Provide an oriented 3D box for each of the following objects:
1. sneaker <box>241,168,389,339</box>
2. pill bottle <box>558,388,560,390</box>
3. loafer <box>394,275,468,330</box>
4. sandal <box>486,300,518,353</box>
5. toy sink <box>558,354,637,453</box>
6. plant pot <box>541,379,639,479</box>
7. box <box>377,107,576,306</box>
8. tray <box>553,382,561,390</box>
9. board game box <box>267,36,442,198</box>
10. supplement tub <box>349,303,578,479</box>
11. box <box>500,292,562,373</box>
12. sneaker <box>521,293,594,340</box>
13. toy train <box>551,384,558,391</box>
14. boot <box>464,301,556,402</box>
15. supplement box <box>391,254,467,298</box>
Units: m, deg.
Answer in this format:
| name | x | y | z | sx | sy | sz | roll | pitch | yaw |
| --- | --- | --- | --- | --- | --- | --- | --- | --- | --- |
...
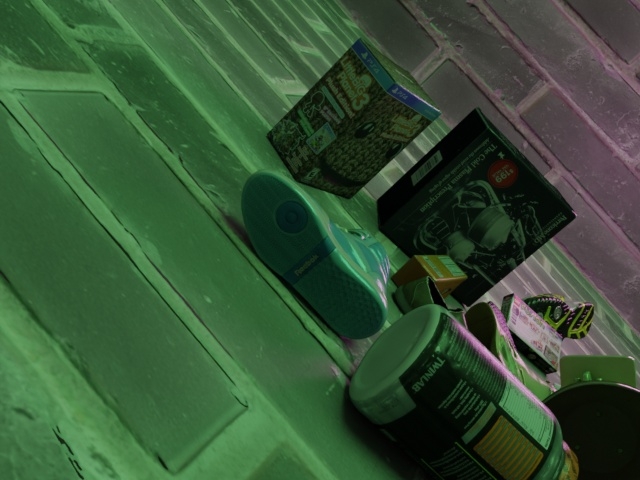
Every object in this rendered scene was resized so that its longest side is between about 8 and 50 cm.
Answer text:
| name | x | y | z | sx | sy | sz | roll | pitch | yaw |
| --- | --- | --- | --- | --- | --- | --- | --- | --- | --- |
| sneaker | 0.000 | 0.000 | 1.241 | 0.319 | 0.127 | 0.208 | 54 | 21 | -10 |
| pill bottle | 0.581 | 0.387 | 1.676 | 0.123 | 0.123 | 0.219 | 53 | 21 | 16 |
| loafer | 0.248 | 0.174 | 1.456 | 0.251 | 0.087 | 0.094 | 52 | 21 | 14 |
| sandal | 0.435 | 0.233 | 1.803 | 0.067 | 0.040 | 0.179 | 8 | 57 | -51 |
| toy sink | 0.557 | 0.356 | 1.491 | 0.131 | 0.152 | 0.234 | -1 | 88 | -64 |
| plant pot | 0.504 | 0.379 | 1.333 | 0.284 | 0.284 | 0.191 | 51 | 14 | 11 |
| box | 0.366 | -0.077 | 1.783 | 0.312 | 0.343 | 0.179 | 40 | 20 | -16 |
| tray | 0.675 | 0.473 | 1.839 | 0.145 | 0.030 | 0.270 | 35 | 24 | -28 |
| board game box | 0.076 | -0.253 | 1.607 | 0.232 | 0.291 | 0.141 | 12 | 40 | -57 |
| supplement tub | 0.211 | 0.260 | 1.077 | 0.316 | 0.193 | 0.193 | 45 | 20 | -9 |
| box | 0.545 | 0.243 | 1.927 | 0.207 | 0.036 | 0.114 | 40 | 49 | -18 |
| sneaker | 0.640 | 0.222 | 2.133 | 0.147 | 0.145 | 0.384 | 16 | 4 | 43 |
| toy train | 0.593 | 0.395 | 1.838 | 0.023 | 0.017 | 0.083 | 9 | 42 | -45 |
| boot | 0.403 | 0.270 | 1.568 | 0.203 | 0.095 | 0.262 | 32 | 31 | -33 |
| supplement box | 0.245 | 0.083 | 1.635 | 0.080 | 0.078 | 0.233 | 52 | 20 | 21 |
